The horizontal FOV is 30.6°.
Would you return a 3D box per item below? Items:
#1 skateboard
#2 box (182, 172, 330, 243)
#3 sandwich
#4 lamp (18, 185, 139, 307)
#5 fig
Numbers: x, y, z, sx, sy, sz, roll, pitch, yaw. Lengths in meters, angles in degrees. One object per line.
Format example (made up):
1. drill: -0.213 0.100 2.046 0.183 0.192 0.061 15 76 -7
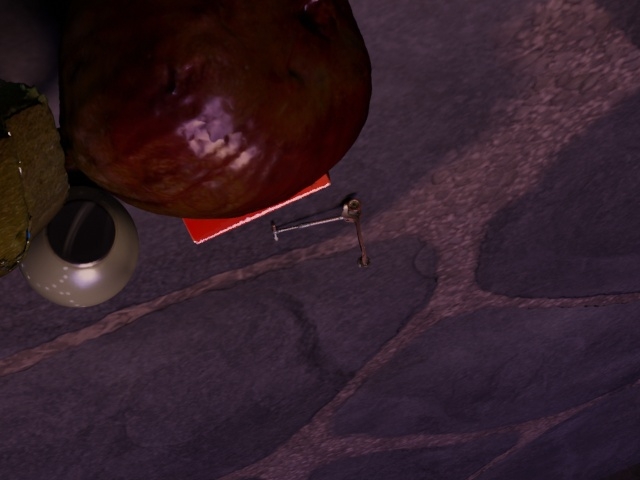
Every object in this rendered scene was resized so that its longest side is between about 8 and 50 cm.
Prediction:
1. skateboard: 0.000 0.000 1.050 0.083 0.064 0.032 -10 161 -1
2. box: -0.049 -0.053 0.826 0.100 0.048 0.152 -26 -167 4
3. sandwich: -0.219 -0.042 0.698 0.079 0.159 0.235 -36 163 -26
4. lamp: -0.193 0.016 0.911 0.091 0.091 0.163 -12 168 -20
5. fig: -0.086 -0.087 0.718 0.190 0.191 0.290 -8 167 -27
